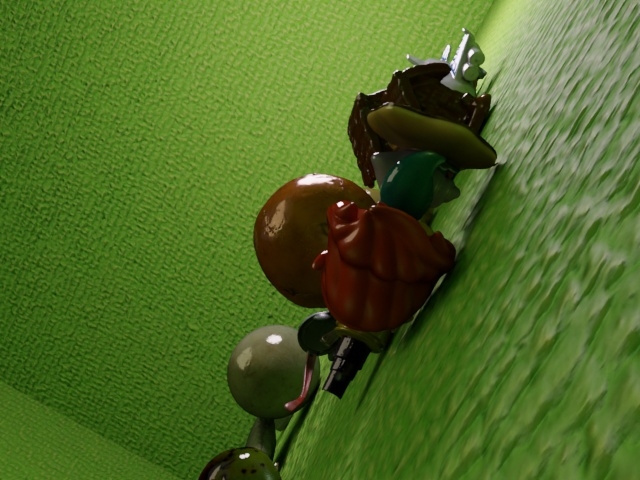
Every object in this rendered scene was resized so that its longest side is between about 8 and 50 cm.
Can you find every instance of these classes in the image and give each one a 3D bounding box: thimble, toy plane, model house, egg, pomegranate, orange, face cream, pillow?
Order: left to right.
[{"bbox_3d":[-0.138,0.433,1.096,0.156,0.156,0.220,-62,-5,-3],"label":"pomegranate"},{"bbox_3d":[-0.162,0.562,1.460,0.281,0.076,0.274,-81,9,-83],"label":"pillow"},{"bbox_3d":[-0.104,0.313,1.524,0.218,0.218,0.295,-62,-14,9],"label":"egg"},{"bbox_3d":[-0.121,0.486,1.817,0.115,0.090,0.102,-60,3,28],"label":"thimble"},{"bbox_3d":[0.000,0.000,1.110,0.240,0.240,0.240,-62,-1,-2],"label":"orange"},{"bbox_3d":[0.075,0.093,0.881,0.273,0.078,0.078,-62,-1,-19],"label":"face cream"},{"bbox_3d":[0.158,-0.200,1.143,0.220,0.229,0.199,-63,-7,-14],"label":"model house"},{"bbox_3d":[0.267,-0.332,1.370,0.267,0.122,0.267,-166,90,-72],"label":"toy plane"}]

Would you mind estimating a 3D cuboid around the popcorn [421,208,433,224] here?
[{"bbox_3d":[0.160,-0.046,1.079,0.084,0.084,0.084,-62,-1,-2],"label":"popcorn"}]

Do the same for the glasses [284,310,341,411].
[{"bbox_3d":[0.024,0.203,1.210,0.234,0.118,0.268,-60,9,26],"label":"glasses"}]

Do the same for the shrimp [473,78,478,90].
[{"bbox_3d":[0.331,-0.336,1.493,0.132,0.051,0.187,-60,-5,-67],"label":"shrimp"}]

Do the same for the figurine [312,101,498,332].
[{"bbox_3d":[0.085,-0.018,0.742,0.208,0.181,0.257,6,72,60],"label":"figurine"}]

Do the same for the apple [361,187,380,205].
[{"bbox_3d":[0.083,-0.018,1.313,0.200,0.200,0.200,-62,-1,-2],"label":"apple"}]
